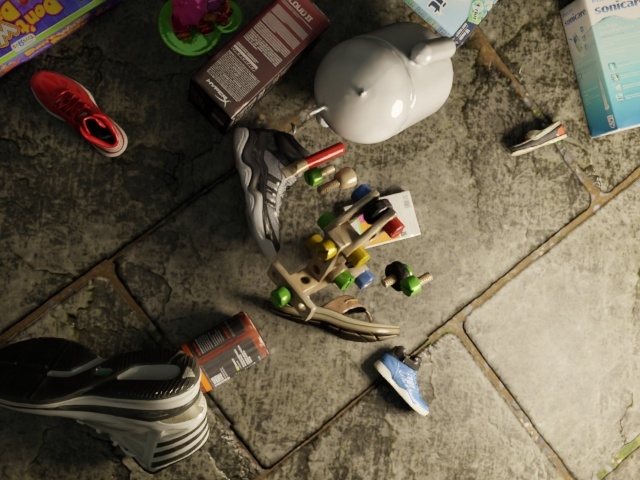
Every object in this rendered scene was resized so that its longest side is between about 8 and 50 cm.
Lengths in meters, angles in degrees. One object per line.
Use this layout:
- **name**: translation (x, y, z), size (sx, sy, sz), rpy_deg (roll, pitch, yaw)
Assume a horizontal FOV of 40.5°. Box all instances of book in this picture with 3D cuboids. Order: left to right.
- **book**: translation (0.126, -0.041, 1.800), size (0.144, 0.035, 0.096), rpy_deg (-14, 88, -11)

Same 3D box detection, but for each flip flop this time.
- **flip flop**: translation (0.032, 0.144, 1.748), size (0.277, 0.112, 0.080), rpy_deg (16, 71, -4)

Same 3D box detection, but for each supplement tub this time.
- **supplement tub**: translation (-0.208, 0.227, 1.690), size (0.198, 0.106, 0.106), rpy_deg (-29, 93, -10)

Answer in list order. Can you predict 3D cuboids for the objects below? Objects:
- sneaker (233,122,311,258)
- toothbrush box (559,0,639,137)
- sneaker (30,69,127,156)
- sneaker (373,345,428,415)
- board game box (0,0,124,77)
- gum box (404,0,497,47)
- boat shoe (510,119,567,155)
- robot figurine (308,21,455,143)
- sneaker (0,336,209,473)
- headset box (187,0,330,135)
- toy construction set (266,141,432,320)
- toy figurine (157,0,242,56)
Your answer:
- **sneaker**: translation (-0.080, -0.105, 1.726), size (0.153, 0.101, 0.268), rpy_deg (-12, 88, -8)
- **toothbrush box**: translation (0.668, -0.392, 1.864), size (0.216, 0.126, 0.295), rpy_deg (-15, 92, -10)
- **sneaker**: translation (-0.459, -0.253, 1.647), size (0.221, 0.128, 0.087), rpy_deg (37, 82, -8)
- **sneaker**: translation (0.189, 0.283, 1.786), size (0.084, 0.058, 0.152), rpy_deg (-42, 89, -1)
- **board game box**: translation (-0.568, -0.488, 1.661), size (0.347, 0.078, 0.233), rpy_deg (-36, 95, -10)
- **gum box**: translation (0.272, -0.528, 1.838), size (0.184, 0.041, 0.157), rpy_deg (40, 82, -6)
- **boat shoe**: translation (0.463, -0.218, 1.860), size (0.137, 0.049, 0.043), rpy_deg (-21, 89, -13)
- **robot figurine**: translation (0.121, -0.305, 1.676), size (0.353, 0.300, 0.199), rpy_deg (-33, 92, -49)
- **sneaker**: translation (-0.418, 0.331, 1.615), size (0.448, 0.169, 0.257), rpy_deg (2, 125, 15)
- **headset box**: translation (-0.113, -0.351, 1.670), size (0.293, 0.218, 0.110), rpy_deg (-45, 96, -8)
- **toy construction set**: translation (0.000, 0.000, 1.620), size (0.237, 0.257, 0.308), rpy_deg (-26, 94, -27)
- **toy figurine**: translation (-0.227, -0.443, 1.682), size (0.173, 0.159, 0.130), rpy_deg (-15, 91, -11)
